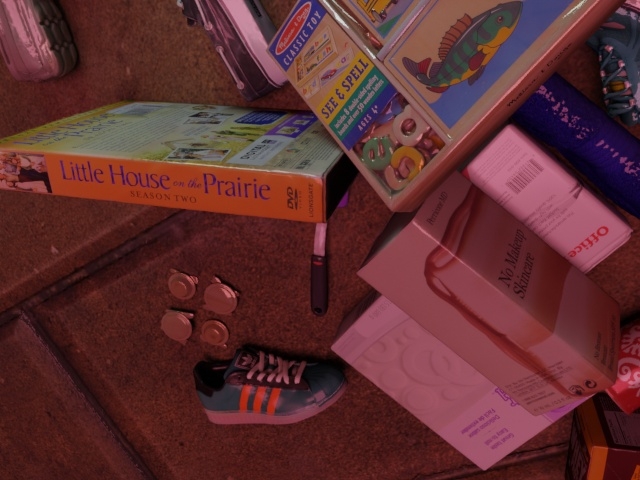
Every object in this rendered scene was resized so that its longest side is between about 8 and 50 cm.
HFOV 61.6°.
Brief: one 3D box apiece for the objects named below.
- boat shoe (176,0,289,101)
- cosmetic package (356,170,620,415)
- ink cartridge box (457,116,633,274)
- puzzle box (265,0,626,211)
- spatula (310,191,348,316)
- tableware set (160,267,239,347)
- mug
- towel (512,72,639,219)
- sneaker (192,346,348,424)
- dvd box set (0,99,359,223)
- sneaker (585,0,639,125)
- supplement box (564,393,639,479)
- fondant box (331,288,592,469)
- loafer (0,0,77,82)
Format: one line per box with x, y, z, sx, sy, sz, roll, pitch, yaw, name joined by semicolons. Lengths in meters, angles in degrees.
-0.151;-0.338;0.748;0.102;0.108;0.301;-26;110;22;boat shoe
0.215;0.060;0.678;0.296;0.153;0.129;37;136;-3;cosmetic package
0.286;-0.042;0.749;0.218;0.092;0.158;41;118;-2;ink cartridge box
0.134;-0.261;0.525;0.409;0.052;0.272;-48;65;30;puzzle box
0.000;0.000;0.881;0.084;0.030;0.296;9;114;13;spatula
-0.228;0.132;1.006;0.141;0.020;0.168;18;114;6;tableware set
0.492;0.160;0.785;0.169;0.150;0.113;-41;60;22;mug
0.322;-0.108;0.636;0.308;0.227;0.076;38;117;-3;towel
-0.104;0.254;0.972;0.302;0.108;0.121;-15;111;22;sneaker
-0.158;-0.124;0.721;0.421;0.307;0.062;6;115;12;dvd box set
0.383;-0.196;0.638;0.275;0.107;0.110;40;100;-2;sneaker
0.502;0.360;0.834;0.194;0.129;0.191;2;113;15;supplement box
0.220;0.179;0.858;0.330;0.096;0.238;38;117;-3;fondant box
-0.479;-0.399;0.805;0.112;0.112;0.319;-8;110;10;loafer
